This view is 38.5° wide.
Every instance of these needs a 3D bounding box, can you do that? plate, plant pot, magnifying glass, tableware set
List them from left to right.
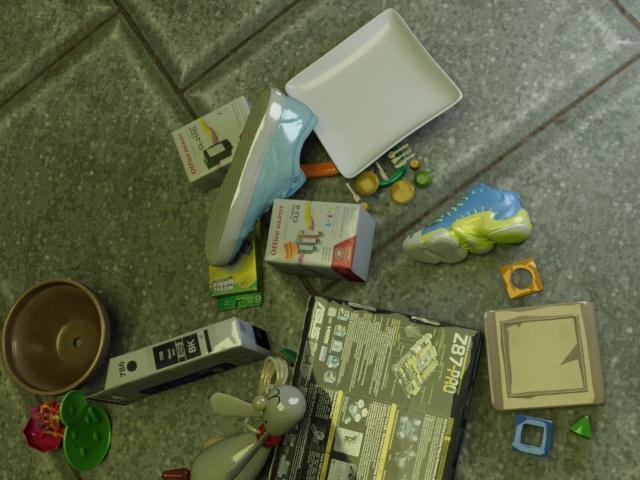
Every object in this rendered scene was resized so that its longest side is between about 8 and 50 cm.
[{"bbox_3d":[-0.521,0.201,1.872,0.237,0.110,0.237,-4,76,16],"label":"plant pot"},{"bbox_3d":[0.059,-0.146,1.827,0.231,0.026,0.092,-4,76,15],"label":"magnifying glass"},{"bbox_3d":[0.103,-0.289,1.822,0.278,0.045,0.277,-35,62,6],"label":"plate"},{"bbox_3d":[0.134,-0.108,1.772,0.154,0.024,0.104,-34,76,6],"label":"tableware set"}]

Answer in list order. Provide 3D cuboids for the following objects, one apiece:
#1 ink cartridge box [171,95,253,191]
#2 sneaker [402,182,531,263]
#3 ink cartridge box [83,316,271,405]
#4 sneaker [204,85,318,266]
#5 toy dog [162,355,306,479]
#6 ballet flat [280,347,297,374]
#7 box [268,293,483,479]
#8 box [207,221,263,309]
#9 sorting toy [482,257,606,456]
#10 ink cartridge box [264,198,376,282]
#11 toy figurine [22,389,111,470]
[{"bbox_3d":[-0.202,-0.198,1.893,0.175,0.072,0.127,-26,71,9],"label":"ink cartridge box"},{"bbox_3d":[0.270,-0.034,1.709,0.240,0.091,0.126,-8,56,16],"label":"sneaker"},{"bbox_3d":[-0.276,0.235,1.757,0.332,0.165,0.065,-20,71,10],"label":"ink cartridge box"},{"bbox_3d":[-0.104,-0.104,1.779,0.150,0.135,0.366,21,95,-21],"label":"sneaker"},{"bbox_3d":[-0.166,0.364,1.620,0.334,0.161,0.220,-67,27,16],"label":"toy dog"},{"bbox_3d":[-0.034,0.247,1.747,0.114,0.041,0.041,26,85,22],"label":"ballet flat"},{"bbox_3d":[0.095,0.318,1.634,0.318,0.097,0.395,10,84,18],"label":"box"},{"bbox_3d":[-0.171,0.046,1.839,0.105,0.043,0.179,-9,75,15],"label":"box"},{"bbox_3d":[0.394,0.204,1.620,0.196,0.047,0.348,-6,75,11],"label":"sorting toy"},{"bbox_3d":[0.000,0.000,1.750,0.176,0.127,0.128,4,78,19],"label":"ink cartridge box"},{"bbox_3d":[-0.528,0.369,1.820,0.159,0.173,0.130,-1,32,29],"label":"toy figurine"}]
